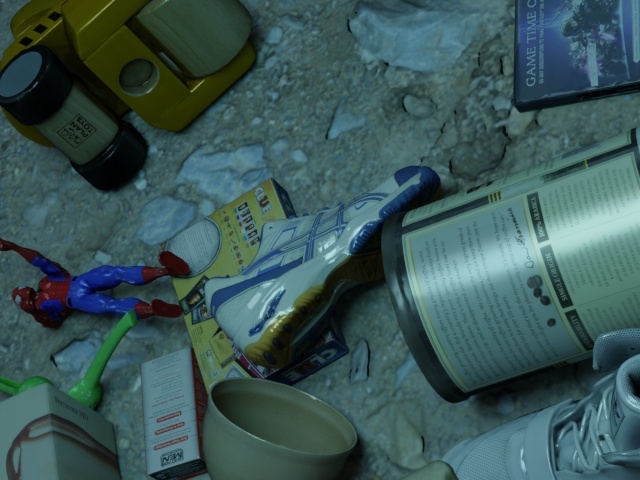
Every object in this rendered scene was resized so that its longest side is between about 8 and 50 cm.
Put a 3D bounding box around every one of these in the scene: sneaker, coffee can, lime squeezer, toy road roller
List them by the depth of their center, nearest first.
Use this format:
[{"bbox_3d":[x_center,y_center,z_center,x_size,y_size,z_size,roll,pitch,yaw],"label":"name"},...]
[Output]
[{"bbox_3d":[0.248,0.176,1.289,0.366,0.210,0.137,-15,59,23],"label":"sneaker"},{"bbox_3d":[0.225,0.024,1.387,0.275,0.201,0.201,-20,57,20],"label":"coffee can"},{"bbox_3d":[0.000,0.000,1.546,0.296,0.112,0.131,-40,58,-18],"label":"sneaker"},{"bbox_3d":[-0.330,0.165,1.696,0.310,0.110,0.059,-13,25,32],"label":"lime squeezer"},{"bbox_3d":[-0.272,-0.254,1.825,0.329,0.202,0.240,-39,41,7],"label":"toy road roller"}]

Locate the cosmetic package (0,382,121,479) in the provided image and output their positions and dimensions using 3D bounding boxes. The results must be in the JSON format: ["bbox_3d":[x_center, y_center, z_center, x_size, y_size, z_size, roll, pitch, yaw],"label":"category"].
[{"bbox_3d":[-0.296,0.329,1.558,0.129,0.153,0.296,-25,57,14],"label":"cosmetic package"}]

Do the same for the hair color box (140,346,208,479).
[{"bbox_3d":[-0.162,0.199,1.616,0.072,0.043,0.141,-20,56,20],"label":"hair color box"}]

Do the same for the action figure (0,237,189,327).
[{"bbox_3d":[-0.304,0.050,1.701,0.280,0.139,0.091,-8,65,42],"label":"action figure"}]

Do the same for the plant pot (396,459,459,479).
[{"bbox_3d":[0.043,0.362,1.231,0.305,0.334,0.334,-34,53,-3],"label":"plant pot"}]

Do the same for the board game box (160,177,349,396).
[{"bbox_3d":[-0.080,0.064,1.641,0.165,0.042,0.243,-30,54,13],"label":"board game box"}]

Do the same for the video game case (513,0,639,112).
[{"bbox_3d":[0.349,-0.253,1.575,0.274,0.026,0.196,-9,61,27],"label":"video game case"}]

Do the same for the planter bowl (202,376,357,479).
[{"bbox_3d":[-0.055,0.228,1.483,0.162,0.162,0.109,31,109,37],"label":"planter bowl"}]
